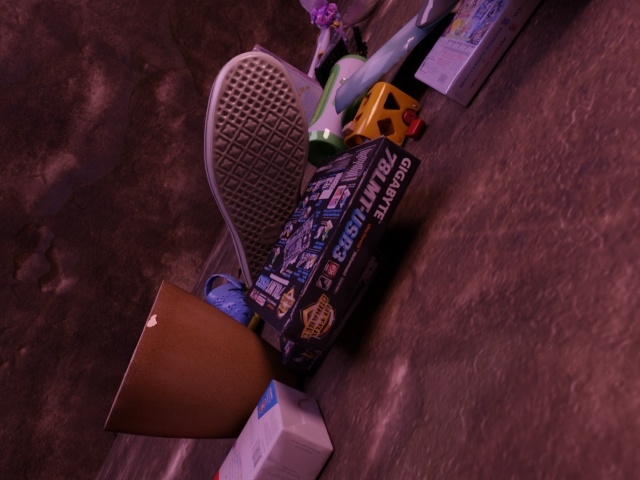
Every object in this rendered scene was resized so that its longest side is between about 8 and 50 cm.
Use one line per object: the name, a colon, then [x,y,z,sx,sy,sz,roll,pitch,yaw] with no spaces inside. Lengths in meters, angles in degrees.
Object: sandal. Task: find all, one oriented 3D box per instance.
sandal: [-0.230,0.171,1.363,0.126,0.138,0.317,-59,17,4]

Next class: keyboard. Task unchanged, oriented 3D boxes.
keyboard: [0.071,-0.490,1.489,0.201,0.033,0.317,-59,-11,4]

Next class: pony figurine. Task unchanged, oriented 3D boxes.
pony figurine: [0.039,-0.782,1.973,0.351,0.303,0.363,132,146,-65]

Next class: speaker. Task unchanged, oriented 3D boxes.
speaker: [0.050,-0.319,1.326,0.131,0.131,0.296,-38,28,56]

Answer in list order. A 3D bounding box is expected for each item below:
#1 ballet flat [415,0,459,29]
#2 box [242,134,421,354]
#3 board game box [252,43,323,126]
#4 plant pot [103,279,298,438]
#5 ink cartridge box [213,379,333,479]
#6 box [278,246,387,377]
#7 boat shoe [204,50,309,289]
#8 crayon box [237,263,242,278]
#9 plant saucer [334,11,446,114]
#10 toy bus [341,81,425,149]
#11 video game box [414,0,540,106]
ballet flat: [0.238,-0.461,0.944,0.213,0.068,0.072,-40,29,-3]
box: [0.000,0.000,0.824,0.293,0.073,0.295,-63,16,-6]
board game box: [-0.142,-0.397,1.714,0.318,0.318,0.066,-53,17,28]
plant pot: [-0.173,0.214,0.857,0.237,0.254,0.237,-159,90,-76]
ink cartridge box: [-0.083,0.326,0.728,0.231,0.078,0.134,-60,15,6]
box: [0.009,0.082,0.897,0.231,0.056,0.183,-58,16,12]
boat shoe: [-0.115,-0.105,1.013,0.156,0.187,0.500,-121,20,-50]
crayon box: [-0.123,-0.049,1.335,0.318,0.081,0.202,116,171,-54]
plant saucer: [0.140,-0.384,1.114,0.318,0.043,0.317,-41,11,10]
toy bus: [0.094,-0.190,0.999,0.191,0.104,0.202,-53,17,31]
video game box: [0.241,-0.320,0.860,0.187,0.048,0.205,-58,16,19]
